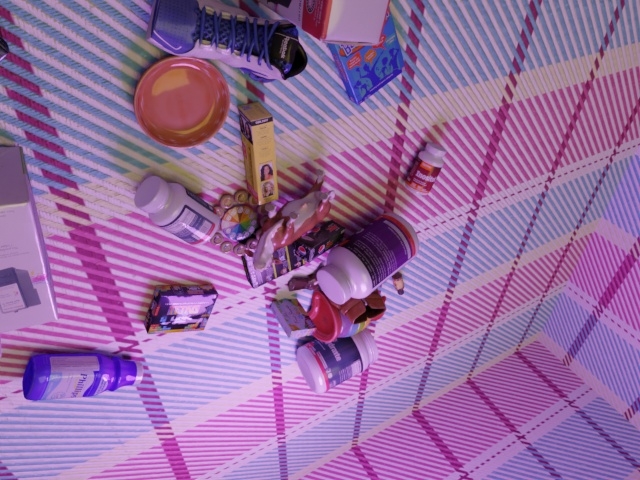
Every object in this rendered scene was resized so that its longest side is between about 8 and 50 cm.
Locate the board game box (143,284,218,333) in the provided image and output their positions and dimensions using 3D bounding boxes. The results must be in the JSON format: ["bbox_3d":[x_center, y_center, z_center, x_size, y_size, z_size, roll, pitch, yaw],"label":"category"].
[{"bbox_3d":[-0.390,0.193,1.317,0.170,0.048,0.141,3,124,-40],"label":"board game box"}]

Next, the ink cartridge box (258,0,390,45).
[{"bbox_3d":[-0.002,-0.495,0.804,0.131,0.306,0.226,-13,132,-29],"label":"ink cartridge box"}]

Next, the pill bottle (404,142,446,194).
[{"bbox_3d":[0.334,-0.226,1.478,0.086,0.086,0.152,-2,126,-37],"label":"pill bottle"}]

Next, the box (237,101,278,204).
[{"bbox_3d":[-0.148,-0.205,1.123,0.058,0.087,0.232,-20,137,-21],"label":"box"}]

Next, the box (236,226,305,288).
[{"bbox_3d":[-0.139,0.033,1.374,0.184,0.045,0.190,-27,137,-20],"label":"box"}]

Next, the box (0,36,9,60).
[{"bbox_3d":[-0.631,-0.282,0.695,0.233,0.059,0.183,-41,141,0],"label":"box"}]

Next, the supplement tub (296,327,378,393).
[{"bbox_3d":[0.062,0.441,1.782,0.272,0.191,0.191,-23,136,-21],"label":"supplement tub"}]

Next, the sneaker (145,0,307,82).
[{"bbox_3d":[-0.141,-0.382,0.875,0.316,0.182,0.127,4,102,-44],"label":"sneaker"}]

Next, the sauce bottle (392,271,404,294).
[{"bbox_3d":[0.309,0.174,1.851,0.042,0.042,0.128,-33,137,-10],"label":"sauce bottle"}]

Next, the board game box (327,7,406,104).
[{"bbox_3d":[0.110,-0.457,1.126,0.160,0.047,0.210,-38,139,-3],"label":"board game box"}]

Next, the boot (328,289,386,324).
[{"bbox_3d":[0.159,0.146,1.569,0.284,0.220,0.109,-22,136,-21],"label":"boot"}]

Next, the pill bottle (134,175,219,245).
[{"bbox_3d":[-0.331,-0.070,1.082,0.108,0.108,0.180,-45,139,4],"label":"pill bottle"}]

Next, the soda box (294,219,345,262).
[{"bbox_3d":[0.000,0.000,1.403,0.169,0.060,0.053,-31,143,-43],"label":"soda box"}]

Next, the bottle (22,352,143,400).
[{"bbox_3d":[-0.622,0.359,1.249,0.283,0.092,0.118,13,115,-44],"label":"bottle"}]

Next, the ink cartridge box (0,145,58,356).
[{"bbox_3d":[-0.589,0.027,0.889,0.119,0.207,0.353,-11,133,-29],"label":"ink cartridge box"}]

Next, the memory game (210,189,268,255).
[{"bbox_3d":[-0.211,-0.045,1.237,0.186,0.012,0.186,-13,118,-25],"label":"memory game"}]

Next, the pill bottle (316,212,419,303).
[{"bbox_3d":[0.147,0.058,1.472,0.323,0.181,0.181,-34,141,-27],"label":"pill bottle"}]

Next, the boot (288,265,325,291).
[{"bbox_3d":[-0.046,0.125,1.539,0.114,0.037,0.106,5,120,-35],"label":"boot"}]

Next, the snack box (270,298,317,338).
[{"bbox_3d":[-0.090,0.253,1.533,0.100,0.141,0.037,-2,127,-37],"label":"snack box"}]

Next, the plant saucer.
[{"bbox_3d":[-0.288,-0.289,0.975,0.200,0.037,0.200,-22,137,-22],"label":"plant saucer"}]

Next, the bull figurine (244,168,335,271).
[{"bbox_3d":[-0.077,-0.051,1.233,0.310,0.101,0.188,-44,169,-30],"label":"bull figurine"}]

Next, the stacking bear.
[{"bbox_3d":[0.115,0.257,1.695,0.289,0.164,0.175,-9,131,-38],"label":"stacking bear"}]
